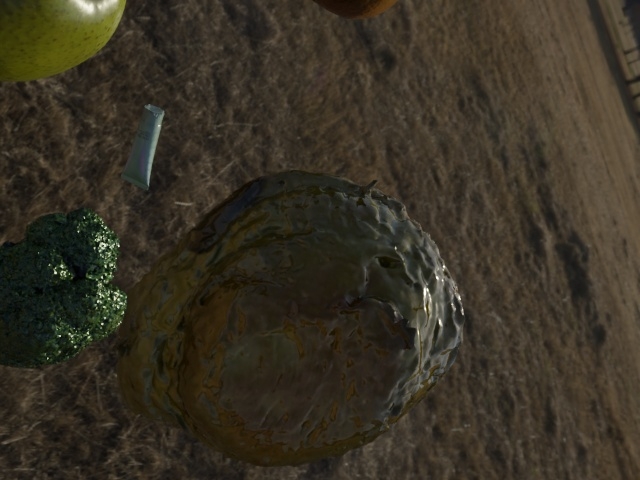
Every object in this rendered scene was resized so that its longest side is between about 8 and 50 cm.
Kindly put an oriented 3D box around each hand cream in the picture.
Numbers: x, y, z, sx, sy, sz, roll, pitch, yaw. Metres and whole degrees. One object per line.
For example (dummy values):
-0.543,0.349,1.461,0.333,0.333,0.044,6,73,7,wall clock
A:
-0.431,-0.227,1.328,0.078,0.205,0.050,25,23,2,hand cream

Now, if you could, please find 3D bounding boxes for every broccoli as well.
-0.610,0.117,1.164,0.310,0.413,0.321,40,33,17,broccoli

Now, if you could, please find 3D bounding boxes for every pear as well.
-0.347,-0.303,0.574,0.294,0.294,0.294,27,55,-46,pear

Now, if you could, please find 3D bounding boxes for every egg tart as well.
-0.015,0.094,0.554,0.351,0.340,0.153,24,9,-14,egg tart

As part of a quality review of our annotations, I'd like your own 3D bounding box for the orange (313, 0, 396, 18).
0.070,-0.511,0.920,0.264,0.264,0.264,27,55,-46,orange
